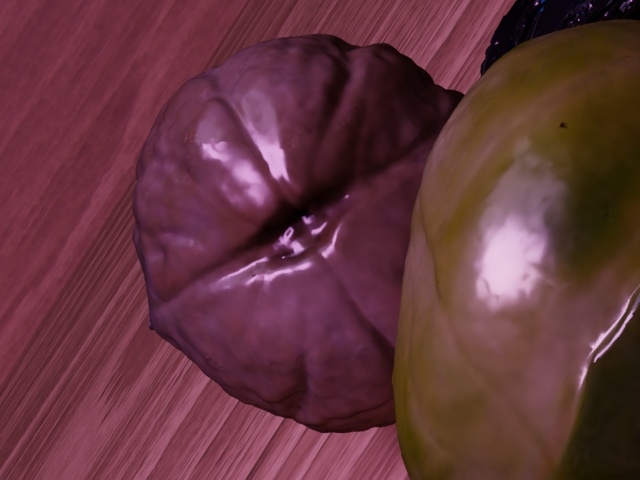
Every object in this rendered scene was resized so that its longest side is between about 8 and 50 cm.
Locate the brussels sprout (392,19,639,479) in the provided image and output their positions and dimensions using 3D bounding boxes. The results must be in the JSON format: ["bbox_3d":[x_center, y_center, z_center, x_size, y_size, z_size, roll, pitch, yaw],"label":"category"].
[{"bbox_3d":[0.091,0.008,0.587,0.183,0.131,0.145,-74,-2,-52],"label":"brussels sprout"}]

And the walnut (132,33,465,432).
[{"bbox_3d":[0.002,-0.002,0.852,0.178,0.178,0.230,-58,2,-2],"label":"walnut"}]

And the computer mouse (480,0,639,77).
[{"bbox_3d":[0.151,-0.107,0.744,0.242,0.077,0.146,-41,21,47],"label":"computer mouse"}]
